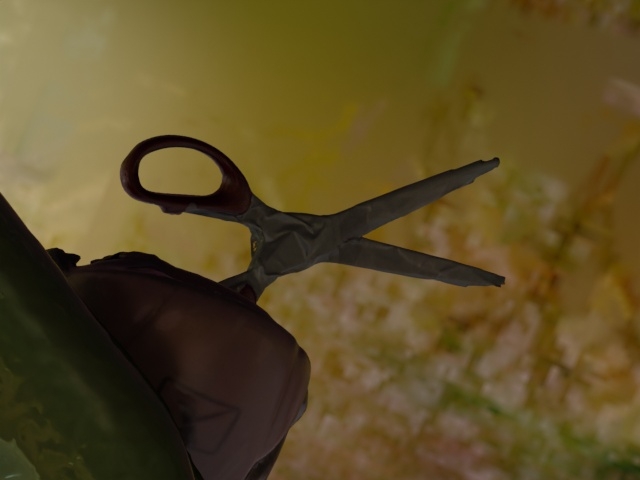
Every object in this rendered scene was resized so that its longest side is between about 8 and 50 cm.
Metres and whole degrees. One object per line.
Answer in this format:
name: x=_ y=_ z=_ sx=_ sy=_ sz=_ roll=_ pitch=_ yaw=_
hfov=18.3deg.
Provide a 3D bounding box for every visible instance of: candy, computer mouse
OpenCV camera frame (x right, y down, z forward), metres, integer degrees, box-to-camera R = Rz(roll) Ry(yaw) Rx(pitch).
candy: x=-0.151 y=0.063 z=0.837 sx=0.343 sy=0.142 sz=0.132 roll=54 pitch=-177 yaw=1
computer mouse: x=-0.149 y=0.130 z=1.014 sx=0.199 sy=0.115 sz=0.389 roll=29 pitch=137 yaw=-22

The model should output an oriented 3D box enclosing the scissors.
scissors: x=0.000 y=0.000 z=1.211 sx=0.248 sy=0.144 sz=0.017 roll=-6 pitch=-169 yaw=-21
